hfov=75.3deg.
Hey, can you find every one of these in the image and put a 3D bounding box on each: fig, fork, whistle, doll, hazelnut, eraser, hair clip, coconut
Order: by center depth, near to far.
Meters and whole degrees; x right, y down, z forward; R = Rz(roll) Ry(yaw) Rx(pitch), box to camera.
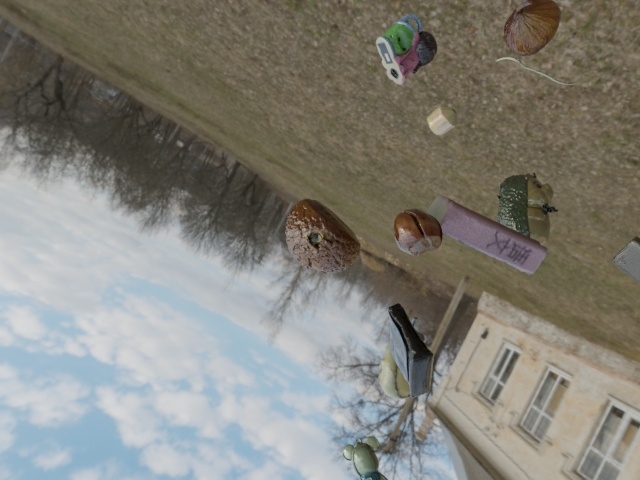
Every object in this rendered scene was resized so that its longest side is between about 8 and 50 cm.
[{"bbox_3d":[0.548,-0.587,1.118,0.201,0.146,0.134,-7,-146,-43],"label":"fig"},{"bbox_3d":[0.593,-0.470,1.142,0.219,0.028,0.034,29,-150,19],"label":"fork"},{"bbox_3d":[0.145,0.679,1.161,0.077,0.114,0.236,51,-162,-62],"label":"whistle"},{"bbox_3d":[0.292,-0.028,1.254,0.154,0.143,0.143,0,-168,-23],"label":"hazelnut"},{"bbox_3d":[0.569,-0.032,1.476,0.359,0.122,0.272,26,-165,-1],"label":"eraser"},{"bbox_3d":[0.904,-0.123,1.828,0.247,0.350,0.247,-4,173,0],"label":"doll"},{"bbox_3d":[0.552,-0.545,1.861,0.116,0.116,0.122,26,138,-35],"label":"coconut"},{"bbox_3d":[0.435,0.411,1.913,0.070,0.039,0.229,-5,145,17],"label":"hair clip"}]

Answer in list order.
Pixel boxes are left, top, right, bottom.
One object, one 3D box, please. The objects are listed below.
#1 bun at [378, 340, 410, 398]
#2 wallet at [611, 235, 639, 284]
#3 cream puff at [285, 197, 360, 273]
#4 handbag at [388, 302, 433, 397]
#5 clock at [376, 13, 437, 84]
[{"bbox_3d":[0.352,0.567,1.876,0.146,0.287,0.287,2,164,41],"label":"bun"},{"bbox_3d":[0.957,0.090,1.188,0.031,0.110,0.198,-18,-127,-34],"label":"wallet"},{"bbox_3d":[0.000,0.000,1.454,0.303,0.212,0.303,39,-174,-5],"label":"cream puff"},{"bbox_3d":[0.286,0.350,1.329,0.223,0.080,0.247,-111,9,-49],"label":"handbag"},{"bbox_3d":[0.315,-0.693,1.483,0.194,0.195,0.100,58,169,-31],"label":"clock"}]
